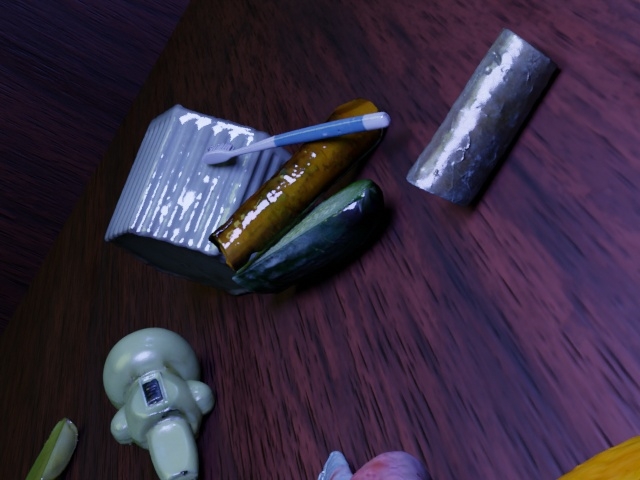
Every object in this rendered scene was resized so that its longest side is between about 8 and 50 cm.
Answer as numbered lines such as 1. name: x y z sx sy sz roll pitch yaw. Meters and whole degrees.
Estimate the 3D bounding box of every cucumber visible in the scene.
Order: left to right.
1. cucumber: 0.000 0.000 1.151 0.115 0.063 0.244 -47 9 -31

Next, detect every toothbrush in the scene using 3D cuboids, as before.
1. toothbrush: -0.033 -0.122 1.189 0.276 0.019 0.025 -8 39 35

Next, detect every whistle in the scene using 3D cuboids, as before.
1. whistle: -0.207 0.229 1.331 0.141 0.141 0.294 -53 41 25

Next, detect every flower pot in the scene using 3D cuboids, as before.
1. flower pot: -0.153 -0.049 1.365 0.209 0.239 0.189 87 -158 -73

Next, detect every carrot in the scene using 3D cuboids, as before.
1. carrot: -0.026 -0.069 1.201 0.260 0.070 0.070 -45 20 -9

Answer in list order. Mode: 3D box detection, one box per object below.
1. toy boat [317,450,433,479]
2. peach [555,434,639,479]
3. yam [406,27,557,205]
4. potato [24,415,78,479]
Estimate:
1. toy boat: 0.021 0.253 0.818 0.282 0.096 0.206 -161 85 -78
2. peach: 0.134 0.214 0.263 0.373 0.290 0.372 -4 82 27
3. yam: 0.152 -0.111 0.940 0.169 0.068 0.068 -56 22 8
4. potato: -0.490 0.420 1.819 0.119 0.054 0.197 -26 37 58
